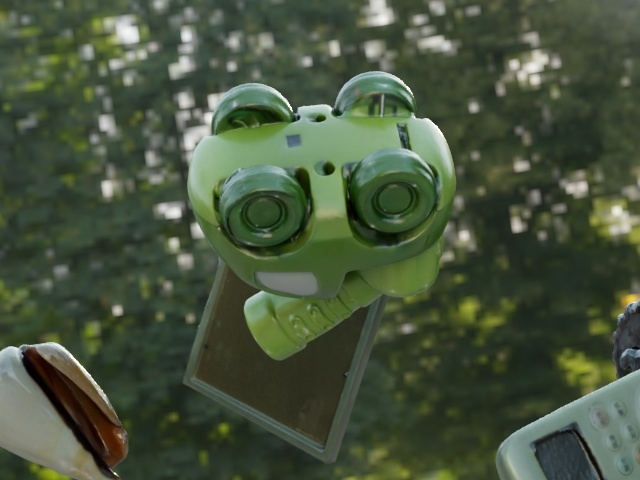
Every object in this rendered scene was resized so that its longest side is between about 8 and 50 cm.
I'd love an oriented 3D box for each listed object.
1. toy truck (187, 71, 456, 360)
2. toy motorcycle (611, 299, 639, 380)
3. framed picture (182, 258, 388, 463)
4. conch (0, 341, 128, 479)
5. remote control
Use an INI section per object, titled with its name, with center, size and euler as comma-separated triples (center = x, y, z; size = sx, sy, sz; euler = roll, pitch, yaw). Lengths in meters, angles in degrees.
[toy truck]
center = 0.013, -0.014, 1.406
size = 0.187, 0.211, 0.148
euler = -19, 37, 6
[toy motorcycle]
center = 0.412, 0.176, 1.804
size = 0.172, 0.416, 0.232
euler = -10, -42, -27
[framed picture]
center = -0.023, 0.051, 1.733
size = 0.184, 0.250, 0.016
euler = 24, 13, 33
[conch]
center = -0.247, 0.154, 1.729
size = 0.104, 0.176, 0.094
euler = -52, -8, -18
[remote control]
center = 0.265, 0.156, 1.610
size = 0.309, 0.090, 0.038
euler = -19, -10, -37
